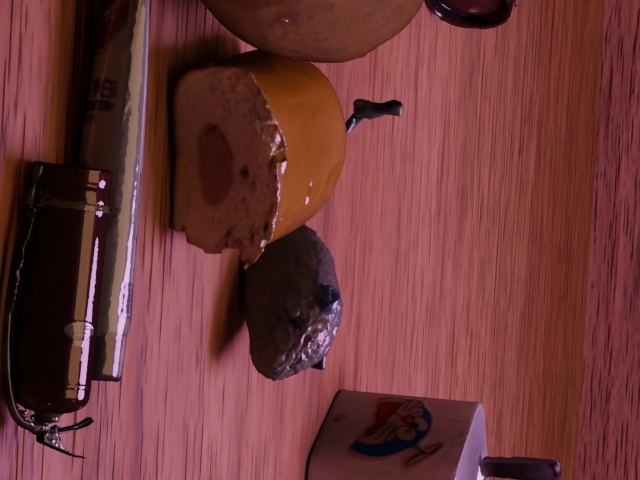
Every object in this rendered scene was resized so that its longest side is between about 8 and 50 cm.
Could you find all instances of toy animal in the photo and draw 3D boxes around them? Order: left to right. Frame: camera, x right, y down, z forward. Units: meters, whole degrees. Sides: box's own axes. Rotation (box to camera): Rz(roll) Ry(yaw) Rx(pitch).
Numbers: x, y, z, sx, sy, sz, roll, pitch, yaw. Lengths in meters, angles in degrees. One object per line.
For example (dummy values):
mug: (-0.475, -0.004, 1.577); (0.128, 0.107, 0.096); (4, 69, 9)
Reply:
toy animal: (-0.007, -0.002, 1.184); (0.070, 0.079, 0.253); (106, 1, -58)

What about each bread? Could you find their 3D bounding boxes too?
bread: (-0.036, -0.062, 1.067); (0.173, 0.085, 0.134); (-36, 128, -67)

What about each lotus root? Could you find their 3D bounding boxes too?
lotus root: (-0.001, -0.203, 1.019); (0.310, 0.182, 0.183); (27, 68, -73)

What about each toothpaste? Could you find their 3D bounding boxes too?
toothpaste: (-0.120, -0.040, 0.885); (0.062, 0.039, 0.239); (180, -84, -67)

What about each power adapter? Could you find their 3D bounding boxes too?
power adapter: (0.106, 0.216, 1.375); (0.130, 0.204, 0.125); (-64, 152, -53)

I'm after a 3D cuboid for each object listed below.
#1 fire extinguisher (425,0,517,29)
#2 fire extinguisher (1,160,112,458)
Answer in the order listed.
fire extinguisher: (0.195, -0.397, 1.651); (0.141, 0.105, 0.341); (-26, -136, 58)
fire extinguisher: (-0.141, 0.037, 0.836); (0.064, 0.043, 0.158); (11, 82, -49)
